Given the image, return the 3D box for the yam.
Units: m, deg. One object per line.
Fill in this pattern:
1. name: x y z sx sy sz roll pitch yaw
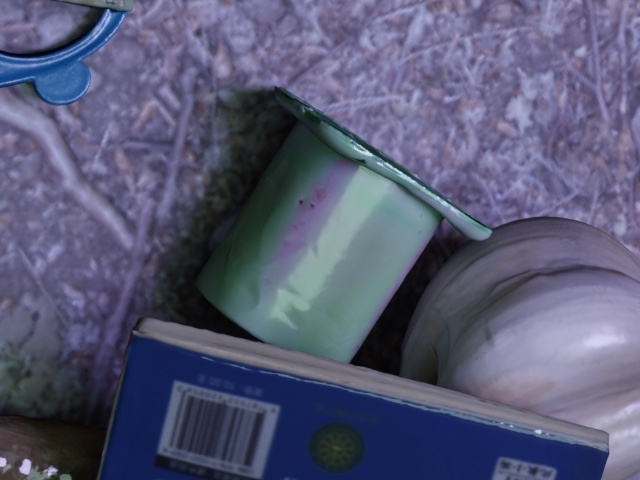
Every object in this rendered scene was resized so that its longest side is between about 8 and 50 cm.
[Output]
1. yam: -0.195 0.149 1.148 0.357 0.081 0.081 6 98 -25

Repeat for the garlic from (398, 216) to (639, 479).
1. garlic: 0.145 0.083 1.222 0.203 0.281 0.184 -26 82 6

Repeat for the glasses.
1. glasses: -0.206 -0.166 1.047 0.239 0.207 0.102 -4 65 -25

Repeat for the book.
1. book: -0.019 0.272 1.155 0.300 0.039 0.428 14 112 -4

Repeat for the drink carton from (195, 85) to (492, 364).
1. drink carton: 0.000 0.000 1.182 0.146 0.144 0.142 30 97 -25
